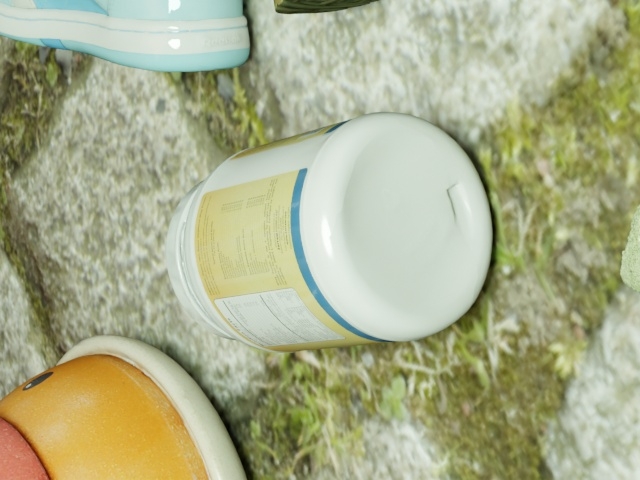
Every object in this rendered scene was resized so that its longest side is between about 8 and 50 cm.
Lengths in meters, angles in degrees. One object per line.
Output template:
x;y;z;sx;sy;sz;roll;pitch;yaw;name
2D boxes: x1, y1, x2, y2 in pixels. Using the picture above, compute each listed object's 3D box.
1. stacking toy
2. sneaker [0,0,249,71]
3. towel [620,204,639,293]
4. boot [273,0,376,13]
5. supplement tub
-0.314;0.275;1.206;0.351;0.480;0.350;13;106;51;stacking toy
-0.172;-0.256;1.221;0.319;0.127;0.208;17;112;40;sneaker
0.217;-0.016;0.826;0.110;0.027;0.148;42;128;42;towel
0.028;-0.305;0.986;0.236;0.089;0.269;-25;74;48;boot
0.000;0.000;1.019;0.200;0.144;0.144;-11;88;54;supplement tub
